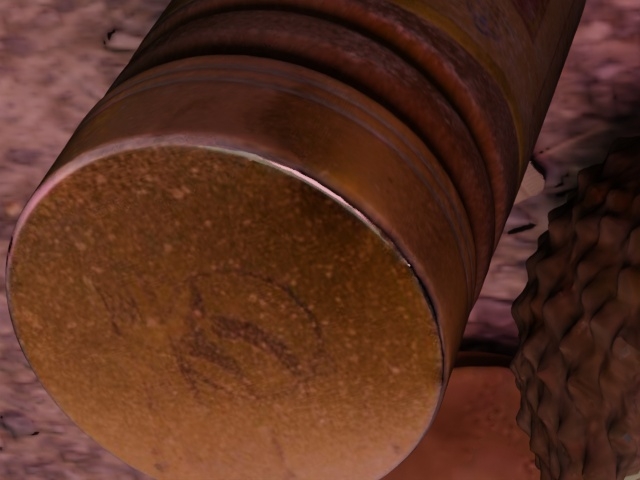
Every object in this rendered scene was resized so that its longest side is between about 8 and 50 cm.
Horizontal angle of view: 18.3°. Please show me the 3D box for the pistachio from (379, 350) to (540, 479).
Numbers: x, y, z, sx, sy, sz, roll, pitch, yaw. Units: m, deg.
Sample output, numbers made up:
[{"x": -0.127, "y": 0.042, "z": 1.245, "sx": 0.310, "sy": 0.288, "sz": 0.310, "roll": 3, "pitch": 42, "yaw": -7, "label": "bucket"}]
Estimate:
[{"x": 0.110, "y": 0.182, "z": 1.013, "sx": 0.212, "sy": 0.163, "sz": 0.261, "roll": -3, "pitch": 111, "yaw": -3, "label": "pistachio"}]

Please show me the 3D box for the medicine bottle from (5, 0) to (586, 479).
[{"x": 0.010, "y": -0.057, "z": 0.767, "sx": 0.151, "sy": 0.322, "sz": 0.151, "roll": 9, "pitch": 126, "yaw": 13, "label": "medicine bottle"}]

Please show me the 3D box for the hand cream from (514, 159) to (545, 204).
[{"x": 0.000, "y": 0.000, "z": 0.991, "sx": 0.234, "sy": 0.050, "sz": 0.080, "roll": -33, "pitch": 108, "yaw": 29, "label": "hand cream"}]

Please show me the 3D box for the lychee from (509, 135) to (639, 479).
[{"x": 0.194, "y": 0.063, "z": 0.834, "sx": 0.255, "sy": 0.274, "sz": 0.255, "roll": 7, "pitch": 106, "yaw": 25, "label": "lychee"}]
